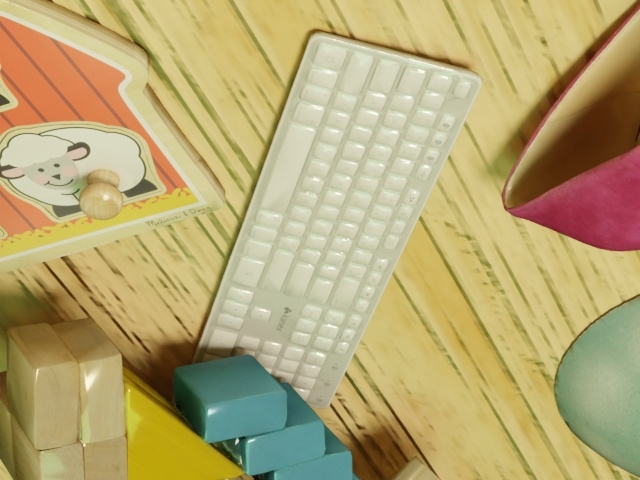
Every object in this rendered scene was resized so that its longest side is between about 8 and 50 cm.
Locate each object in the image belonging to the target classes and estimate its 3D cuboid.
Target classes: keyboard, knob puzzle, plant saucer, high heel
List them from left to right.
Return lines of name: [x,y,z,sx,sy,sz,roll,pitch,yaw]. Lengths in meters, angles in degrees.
knob puzzle: [-0.158,-0.042,0.823,0.213,0.030,0.213,1,143,1]
keyboard: [0.000,0.000,0.887,0.072,0.014,0.256,10,142,-11]
high heel: [0.122,-0.078,0.735,0.117,0.082,0.244,-2,151,6]
plant saucer: [0.212,0.083,0.971,0.195,0.037,0.195,1,142,1]

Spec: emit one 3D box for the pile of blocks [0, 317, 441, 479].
pile of blocks: [-0.031,0.131,0.999,0.149,0.112,0.362,-44,125,-4]
